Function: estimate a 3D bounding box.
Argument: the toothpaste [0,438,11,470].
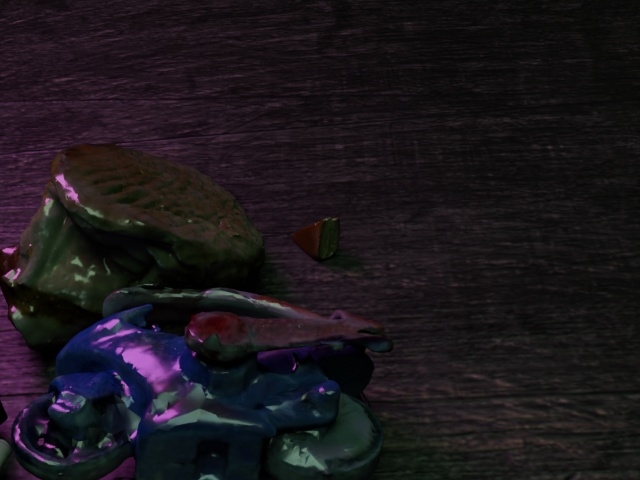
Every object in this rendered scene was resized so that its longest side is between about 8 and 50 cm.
[{"bbox_3d":[-0.354,0.314,0.757,0.098,0.061,0.392,12,44,13],"label":"toothpaste"}]

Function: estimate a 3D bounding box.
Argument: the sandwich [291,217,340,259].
[{"bbox_3d":[0.000,0.000,1.124,0.031,0.044,0.083,-21,1,-27],"label":"sandwich"}]

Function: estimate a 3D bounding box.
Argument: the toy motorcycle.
[{"bbox_3d":[-0.101,0.144,0.881,0.319,0.182,0.241,5,5,-7],"label":"toy motorcycle"}]

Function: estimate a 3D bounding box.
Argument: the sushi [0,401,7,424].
[{"bbox_3d":[-0.460,0.124,0.871,0.227,0.212,0.215,23,48,29],"label":"sushi"}]

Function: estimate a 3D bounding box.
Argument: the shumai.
[{"bbox_3d":[-0.205,0.022,1.060,0.271,0.204,0.222,16,24,-27],"label":"shumai"}]
